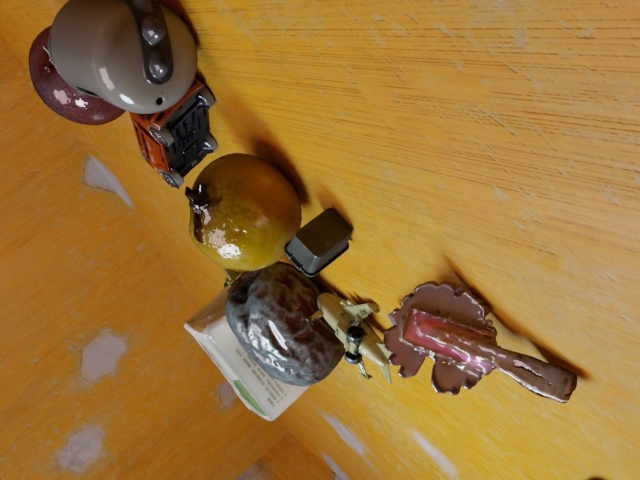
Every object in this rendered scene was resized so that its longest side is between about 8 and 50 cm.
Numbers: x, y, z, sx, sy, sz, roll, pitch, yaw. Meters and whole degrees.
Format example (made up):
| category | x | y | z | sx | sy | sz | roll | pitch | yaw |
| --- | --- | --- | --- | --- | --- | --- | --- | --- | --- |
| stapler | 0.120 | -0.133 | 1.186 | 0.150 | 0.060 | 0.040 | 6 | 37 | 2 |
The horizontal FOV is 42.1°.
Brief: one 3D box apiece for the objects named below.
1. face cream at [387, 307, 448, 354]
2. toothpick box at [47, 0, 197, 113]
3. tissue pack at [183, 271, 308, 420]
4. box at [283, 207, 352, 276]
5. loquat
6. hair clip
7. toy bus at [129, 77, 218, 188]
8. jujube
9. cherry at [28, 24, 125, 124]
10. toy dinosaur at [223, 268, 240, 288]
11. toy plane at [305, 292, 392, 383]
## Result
| category | x | y | z | sx | sy | sz | roll | pitch | yaw |
| --- | --- | --- | --- | --- | --- | --- | --- | --- | --- |
| face cream | 0.185 | 0.160 | 1.464 | 0.154 | 0.096 | 0.274 | 34 | 171 | 9 |
| toothpick box | -0.360 | -0.362 | 1.556 | 0.316 | 0.229 | 0.229 | 27 | 152 | 50 |
| tissue pack | -0.178 | 0.293 | 2.380 | 0.194 | 0.266 | 0.356 | 11 | 138 | 57 |
| box | 0.000 | 0.000 | 1.544 | 0.084 | 0.122 | 0.069 | 46 | 151 | 10 |
| loquat | -0.157 | -0.056 | 1.631 | 0.244 | 0.244 | 0.244 | 45 | 163 | 18 |
| hair clip | 0.244 | 0.171 | 1.263 | 0.301 | 0.172 | 0.069 | 21 | -174 | 28 |
| toy bus | -0.319 | -0.245 | 1.776 | 0.153 | 0.143 | 0.329 | 40 | 164 | 8 |
| jujube | -0.071 | 0.197 | 1.962 | 0.308 | 0.215 | 0.246 | 44 | -156 | -24 |
| cherry | -0.573 | -0.394 | 2.024 | 0.261 | 0.221 | 0.307 | 52 | 179 | 25 |
| toy dinosaur | -0.258 | 0.141 | 2.590 | 0.259 | 0.094 | 0.153 | 58 | 164 | 2 |
| toy plane | 0.074 | 0.199 | 1.826 | 0.256 | 0.104 | 0.241 | 33 | 142 | 29 |
